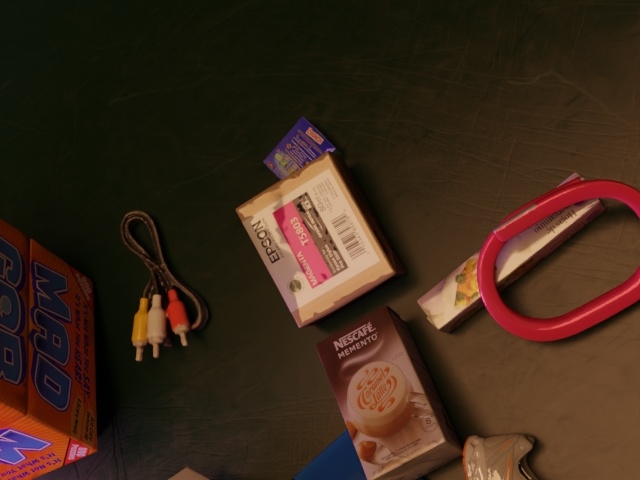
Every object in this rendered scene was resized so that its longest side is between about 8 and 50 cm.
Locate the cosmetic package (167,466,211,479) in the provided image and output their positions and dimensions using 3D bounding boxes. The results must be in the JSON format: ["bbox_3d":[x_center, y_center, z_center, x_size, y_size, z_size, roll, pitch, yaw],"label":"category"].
[{"bbox_3d":[-0.139,0.524,1.743,0.365,0.197,0.155,21,122,31],"label":"cosmetic package"}]

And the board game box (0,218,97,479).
[{"bbox_3d":[-0.633,0.203,1.913,0.356,0.356,0.357,-25,51,19],"label":"board game box"}]

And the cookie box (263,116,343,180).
[{"bbox_3d":[-0.030,-0.144,1.948,0.107,0.040,0.092,-48,67,10],"label":"cookie box"}]

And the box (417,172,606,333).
[{"bbox_3d":[0.298,0.024,1.764,0.324,0.067,0.063,-40,69,11],"label":"box"}]

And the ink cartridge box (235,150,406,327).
[{"bbox_3d":[0.000,0.000,1.863,0.193,0.088,0.235,-32,81,14],"label":"ink cartridge box"}]

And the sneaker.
[{"bbox_3d":[0.295,0.413,1.679,0.121,0.099,0.262,-15,76,16],"label":"sneaker"}]

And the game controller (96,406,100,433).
[{"bbox_3d":[-0.554,0.353,2.081,0.319,0.067,0.166,-30,84,16],"label":"game controller"}]

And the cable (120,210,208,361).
[{"bbox_3d":[-0.287,0.068,2.004,0.139,0.072,0.287,-18,74,14],"label":"cable"}]

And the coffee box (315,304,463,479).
[{"bbox_3d":[0.105,0.247,1.761,0.141,0.098,0.247,-31,59,12],"label":"coffee box"}]

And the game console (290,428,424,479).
[{"bbox_3d":[0.073,0.491,1.796,0.250,0.173,0.293,-38,65,-21],"label":"game console"}]

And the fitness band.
[{"bbox_3d":[0.375,0.029,1.691,0.290,0.054,0.209,-30,99,12],"label":"fitness band"}]
